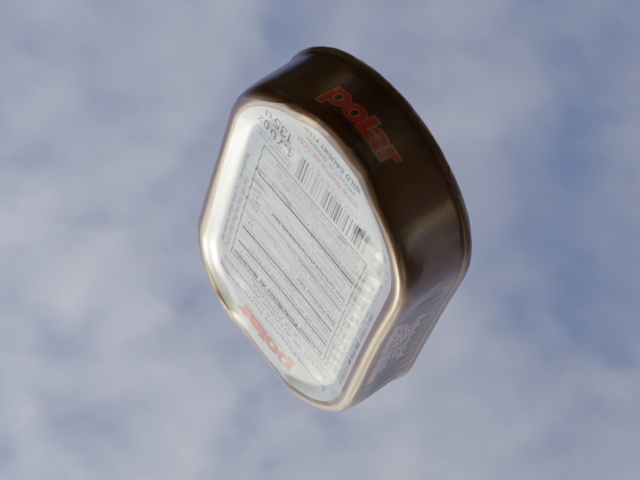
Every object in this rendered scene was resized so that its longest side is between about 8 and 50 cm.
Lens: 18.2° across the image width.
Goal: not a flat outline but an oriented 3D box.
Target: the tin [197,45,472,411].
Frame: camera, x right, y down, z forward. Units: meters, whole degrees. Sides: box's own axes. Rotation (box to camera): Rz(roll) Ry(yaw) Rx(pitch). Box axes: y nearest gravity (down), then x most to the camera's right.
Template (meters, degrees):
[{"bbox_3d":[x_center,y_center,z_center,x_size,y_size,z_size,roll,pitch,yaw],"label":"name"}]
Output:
[{"bbox_3d":[0.000,0.000,0.775,0.040,0.189,0.106,-29,-108,-23],"label":"tin"}]
